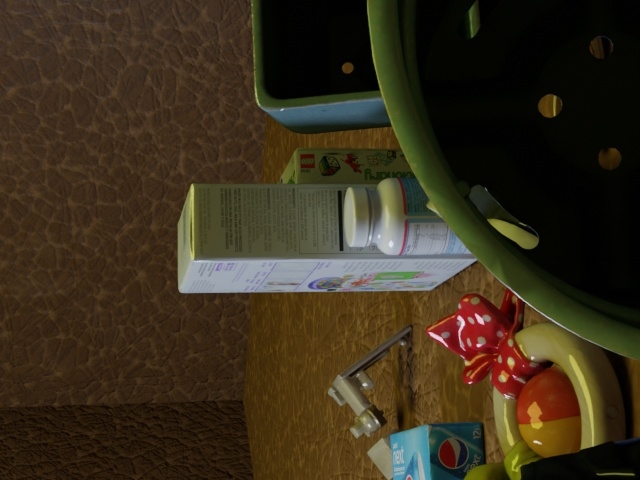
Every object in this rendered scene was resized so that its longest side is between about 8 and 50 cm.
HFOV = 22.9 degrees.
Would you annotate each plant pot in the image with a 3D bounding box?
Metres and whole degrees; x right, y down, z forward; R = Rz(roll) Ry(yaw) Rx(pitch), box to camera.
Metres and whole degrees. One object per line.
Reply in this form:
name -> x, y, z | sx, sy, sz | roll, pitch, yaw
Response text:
plant pot -> 0.061, -0.243, 1.823 | 0.252, 0.247, 0.247 | 59, -153, -76
plant pot -> 0.187, -0.097, 0.864 | 0.334, 0.341, 0.341 | 103, 165, -85

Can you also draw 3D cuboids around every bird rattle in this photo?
bird rattle -> 0.204, 0.148, 1.418 | 0.207, 0.143, 0.254 | -14, 73, 59

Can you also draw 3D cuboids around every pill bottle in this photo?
pill bottle -> 0.110, -0.027, 1.743 | 0.087, 0.160, 0.087 | 180, 90, -81

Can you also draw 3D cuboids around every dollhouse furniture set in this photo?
dollhouse furniture set -> 0.107, 0.225, 2.194 | 0.151, 0.123, 0.144 | 52, 162, 8

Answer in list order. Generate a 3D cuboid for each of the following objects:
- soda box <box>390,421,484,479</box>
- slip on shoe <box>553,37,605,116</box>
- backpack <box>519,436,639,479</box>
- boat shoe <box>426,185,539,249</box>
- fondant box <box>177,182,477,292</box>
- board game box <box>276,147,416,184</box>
soda box -> 0.137, 0.259, 1.889 | 0.210, 0.067, 0.071 | 129, 139, -77
slip on shoe -> 0.229, -0.145, 1.388 | 0.041, 0.051, 0.135 | -7, -92, -60
backpack -> 0.215, 0.244, 0.926 | 0.213, 0.276, 0.263 | 80, -176, -48
boat shoe -> 0.185, -0.041, 1.460 | 0.113, 0.127, 0.340 | -61, 3, 2
fondant box -> 0.000, 0.000, 1.889 | 0.238, 0.330, 0.096 | 131, 139, -76
board game box -> 0.041, -0.058, 2.062 | 0.305, 0.193, 0.053 | 126, 142, -75
